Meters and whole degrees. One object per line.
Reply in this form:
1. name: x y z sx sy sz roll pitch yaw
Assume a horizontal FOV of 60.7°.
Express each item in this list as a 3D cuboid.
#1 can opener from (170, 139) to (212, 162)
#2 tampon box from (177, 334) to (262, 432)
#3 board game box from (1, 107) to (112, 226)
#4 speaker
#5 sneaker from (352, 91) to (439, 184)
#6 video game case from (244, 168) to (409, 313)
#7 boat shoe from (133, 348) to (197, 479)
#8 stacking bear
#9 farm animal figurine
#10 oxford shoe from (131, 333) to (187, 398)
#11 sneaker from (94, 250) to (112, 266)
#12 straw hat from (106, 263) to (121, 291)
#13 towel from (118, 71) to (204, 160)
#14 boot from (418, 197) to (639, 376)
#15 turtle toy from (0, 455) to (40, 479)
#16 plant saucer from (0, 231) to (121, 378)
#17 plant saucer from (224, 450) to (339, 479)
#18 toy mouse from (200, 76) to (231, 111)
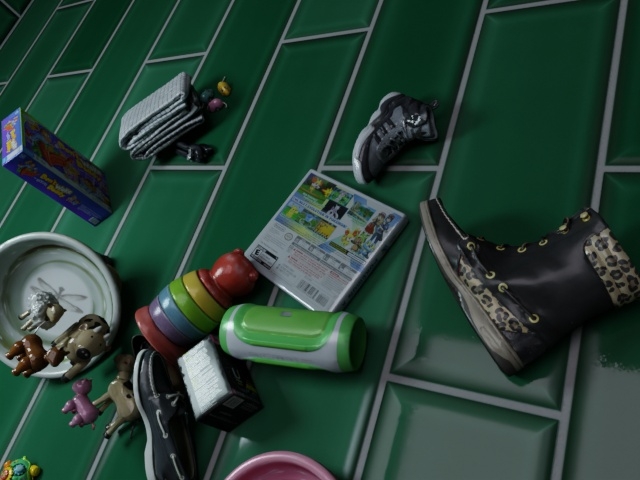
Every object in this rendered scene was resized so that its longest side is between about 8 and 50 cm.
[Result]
1. can opener: -0.417 -0.281 1.721 0.186 0.073 0.059 18 111 40
2. tampon box: -0.220 0.311 1.194 0.101 0.120 0.161 -37 50 6
3. board game box: -0.823 -0.224 1.720 0.078 0.347 0.233 -34 51 7
4. speaker: -0.060 0.202 1.151 0.297 0.131 0.131 2 63 24
5. sneaker: 0.186 -0.246 1.310 0.153 0.101 0.268 13 66 38
6. video game case: 0.000 0.000 1.314 0.329 0.036 0.300 31 80 40
7. boat shoe: -0.331 0.381 1.191 0.091 0.114 0.302 -14 85 13
8. stacking bear: -0.280 0.141 1.318 0.289 0.164 0.175 -38 50 -1
9. farm animal figurine: -0.553 0.276 1.313 0.172 0.330 0.327 -40 34 -3
10. oxford shoe: -0.399 0.311 1.314 0.083 0.096 0.227 -45 53 -7
11. sneaker: -0.727 0.143 1.600 0.101 0.106 0.267 17 73 35
12. straw hat: -0.631 0.127 1.575 0.145 0.061 0.144 0 96 1
13. towel: -0.511 -0.399 1.771 0.284 0.121 0.235 -33 34 8
14. boot: 0.371 0.026 1.017 0.284 0.138 0.377 -30 55 12
15. turtle toy: -0.770 0.606 1.367 0.095 0.066 0.130 0 62 30
16. plant saucer: -0.731 0.172 1.500 0.401 0.100 0.400 0 95 2
17. plant saucer: -0.070 0.558 0.982 0.332 0.084 0.332 -14 57 23
18. toy mouse: -0.360 -0.468 1.807 0.143 0.031 0.161 -34 51 8
